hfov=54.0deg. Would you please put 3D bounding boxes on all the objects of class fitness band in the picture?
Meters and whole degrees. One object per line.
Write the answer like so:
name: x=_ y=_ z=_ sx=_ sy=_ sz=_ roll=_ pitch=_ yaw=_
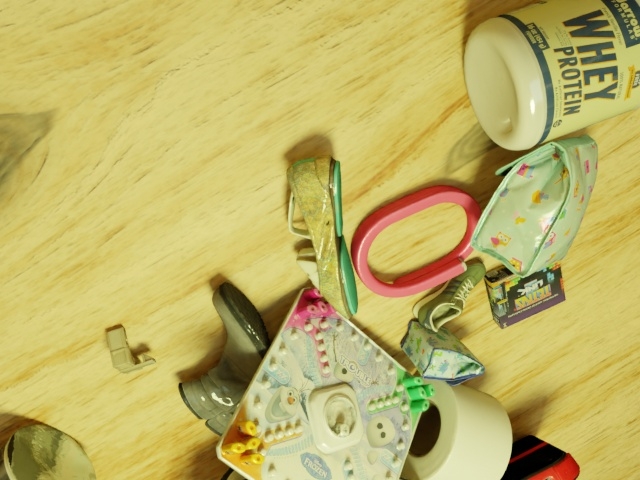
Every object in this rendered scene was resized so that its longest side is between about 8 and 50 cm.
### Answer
fitness band: x=0.204 y=0.005 z=1.301 sx=0.291 sy=0.054 sz=0.209 roll=-25 pitch=120 yaw=-5

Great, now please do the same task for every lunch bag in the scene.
lunch bag: x=0.435 y=-0.084 z=1.224 sx=0.223 sy=0.160 sz=0.262 roll=-14 pitch=130 yaw=-49
lunch bag: x=0.275 y=0.251 z=1.403 sx=0.151 sy=0.129 sz=0.096 roll=9 pitch=111 yaw=-23

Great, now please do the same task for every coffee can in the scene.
coffee can: x=-0.612 y=0.532 z=1.237 sx=0.275 sy=0.201 sz=0.201 roll=-45 pitch=120 yaw=7

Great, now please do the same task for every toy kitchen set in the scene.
toy kitchen set: x=-0.372 y=0.216 z=1.248 sx=0.068 sy=0.075 sz=0.083 roll=-17 pitch=159 yaw=-4

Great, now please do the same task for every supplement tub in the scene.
supplement tub: x=0.446 y=-0.315 z=1.106 sx=0.325 sy=0.235 sz=0.235 roll=-21 pitch=120 yaw=-6

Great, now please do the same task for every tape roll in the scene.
tape roll: x=0.291 y=0.448 z=1.442 sx=0.169 sy=0.246 sz=0.246 roll=24 pitch=107 yaw=-25

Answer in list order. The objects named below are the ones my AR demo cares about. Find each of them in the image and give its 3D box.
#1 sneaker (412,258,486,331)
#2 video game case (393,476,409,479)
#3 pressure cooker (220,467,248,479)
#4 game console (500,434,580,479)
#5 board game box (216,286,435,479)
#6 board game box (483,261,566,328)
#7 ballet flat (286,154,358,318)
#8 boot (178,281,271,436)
sneaker: x=0.297 y=0.128 z=1.371 sx=0.192 sy=0.086 sz=0.064 roll=-39 pitch=120 yaw=5
video game case: x=0.122 y=0.596 z=1.251 sx=0.275 sy=0.248 sz=0.035 roll=25 pitch=147 yaw=-22
pressure cooker: x=-0.079 y=0.666 z=1.376 sx=0.376 sy=0.370 sz=0.420 roll=20 pitch=116 yaw=23
game console: x=0.411 y=0.602 z=1.532 sx=0.387 sy=0.342 sz=0.060 roll=-26 pitch=80 yaw=-3
board game box: x=0.040 y=0.346 z=1.235 sx=0.390 sy=0.390 sz=0.050 roll=42 pitch=142 yaw=-17
board game box: x=0.468 y=0.108 z=1.436 sx=0.170 sy=0.048 sz=0.141 roll=-24 pitch=119 yaw=-4
ballet flat: x=0.000 y=0.000 z=1.214 sx=0.123 sy=0.123 sz=0.348 roll=-15 pitch=120 yaw=-9
boot: x=-0.197 y=0.261 z=1.281 sx=0.223 sy=0.118 sz=0.338 roll=-25 pitch=116 yaw=2
